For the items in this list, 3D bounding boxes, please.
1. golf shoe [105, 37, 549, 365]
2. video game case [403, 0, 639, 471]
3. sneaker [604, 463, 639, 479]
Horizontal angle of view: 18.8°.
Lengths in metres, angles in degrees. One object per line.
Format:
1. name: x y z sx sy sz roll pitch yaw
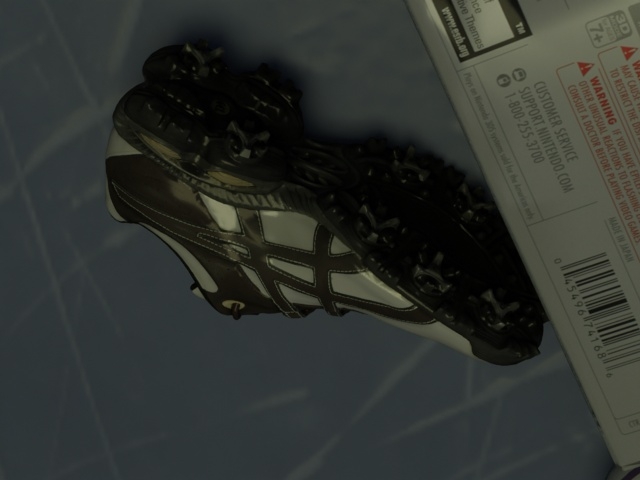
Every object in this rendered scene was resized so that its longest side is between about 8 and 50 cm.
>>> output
1. golf shoe: 0.000 0.000 0.800 0.198 0.077 0.094 33 132 2
2. video game case: 0.176 -0.071 0.722 0.244 0.061 0.269 -19 108 21
3. sneaker: 0.244 0.144 0.751 0.282 0.161 0.102 4 116 13
